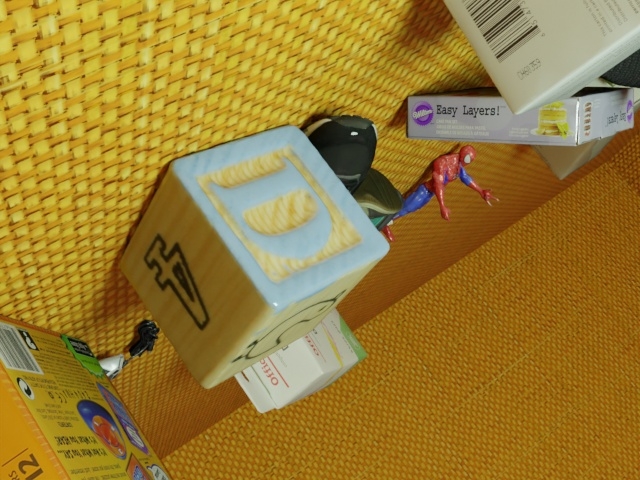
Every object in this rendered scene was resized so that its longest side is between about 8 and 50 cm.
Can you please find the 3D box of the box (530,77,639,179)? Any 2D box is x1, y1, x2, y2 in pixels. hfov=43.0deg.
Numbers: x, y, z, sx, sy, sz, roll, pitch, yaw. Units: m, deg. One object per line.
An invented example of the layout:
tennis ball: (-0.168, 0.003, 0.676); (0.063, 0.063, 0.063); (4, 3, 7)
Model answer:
box: (0.546, -0.265, 1.683); (0.121, 0.148, 0.311); (-33, 165, -12)

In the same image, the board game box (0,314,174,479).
board game box: (-0.374, 0.335, 0.890); (0.356, 0.356, 0.356); (-36, 167, -5)

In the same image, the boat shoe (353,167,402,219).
boat shoe: (0.045, -0.064, 1.233); (0.073, 0.080, 0.223); (-34, 163, 28)

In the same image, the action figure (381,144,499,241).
action figure: (0.224, -0.063, 1.577); (0.091, 0.139, 0.280); (-22, 158, -52)

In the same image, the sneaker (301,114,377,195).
sneaker: (0.006, -0.037, 1.027); (0.107, 0.124, 0.283); (2, 149, -20)

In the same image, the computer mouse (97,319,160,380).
computer mouse: (-0.329, 0.191, 1.220); (0.193, 0.042, 0.106); (-36, 173, -28)

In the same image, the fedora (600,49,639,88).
fedora: (0.369, -0.294, 1.000); (0.153, 0.334, 0.334); (-5, 170, 9)

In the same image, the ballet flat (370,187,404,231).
ballet flat: (0.078, -0.022, 1.476); (0.203, 0.074, 0.074); (-45, 165, 25)

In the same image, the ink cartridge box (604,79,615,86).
ink cartridge box: (0.550, -0.385, 1.378); (0.189, 0.097, 0.255); (-39, 168, 8)

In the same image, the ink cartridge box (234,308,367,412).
ink cartridge box: (-0.057, 0.188, 1.537); (0.119, 0.207, 0.353); (-39, 167, 15)

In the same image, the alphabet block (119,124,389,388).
alphabet block: (-0.080, 0.016, 0.919); (0.192, 0.193, 0.197); (-23, 161, -40)

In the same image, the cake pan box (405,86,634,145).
cake pan box: (0.291, -0.181, 1.157); (0.267, 0.246, 0.070); (-18, 113, -51)

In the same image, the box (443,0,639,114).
box: (0.234, -0.248, 0.785); (0.119, 0.181, 0.182); (-24, 171, -44)
